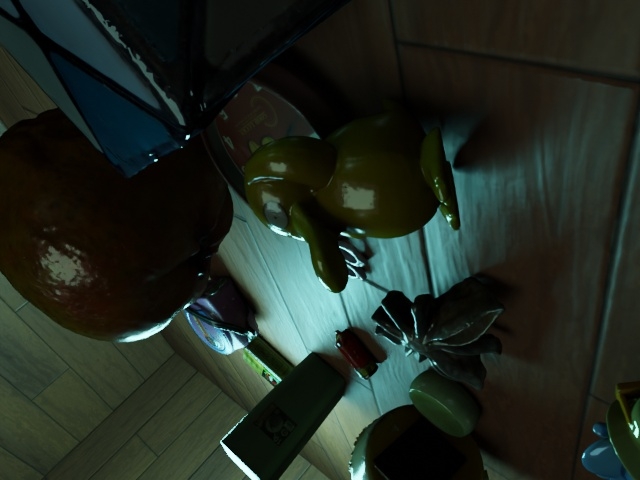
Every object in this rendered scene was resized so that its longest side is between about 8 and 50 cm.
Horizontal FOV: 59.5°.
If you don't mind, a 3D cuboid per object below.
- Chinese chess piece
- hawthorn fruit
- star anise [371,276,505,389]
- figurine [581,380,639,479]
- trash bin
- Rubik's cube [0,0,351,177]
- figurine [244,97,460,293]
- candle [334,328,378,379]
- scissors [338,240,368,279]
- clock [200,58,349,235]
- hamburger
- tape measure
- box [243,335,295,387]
[{"bbox_3d":[0.242,0.318,1.096,0.144,0.058,0.144,38,155,21],"label":"Chinese chess piece"},{"bbox_3d":[-0.396,-0.059,1.052,0.471,0.472,0.472,36,154,21],"label":"hawthorn fruit"},{"bbox_3d":[0.181,0.136,0.863,0.198,0.111,0.257,14,151,24],"label":"star anise"},{"bbox_3d":[0.404,0.258,0.640,0.180,0.154,0.262,14,138,32],"label":"figurine"},{"bbox_3d":[-0.096,0.495,1.553,0.158,0.343,0.223,36,155,18],"label":"trash bin"},{"bbox_3d":[-0.146,-0.270,0.503,0.307,0.305,0.310,54,154,-19],"label":"Rubik's cube"},{"bbox_3d":[0.036,-0.061,0.649,0.215,0.228,0.215,57,-173,-11],"label":"figurine"},{"bbox_3d":[0.074,0.252,1.265,0.131,0.052,0.052,51,155,-10],"label":"candle"},{"bbox_3d":[0.000,0.000,1.029,0.212,0.021,0.110,34,156,23],"label":"scissors"},{"bbox_3d":[-0.055,-0.135,0.841,0.318,0.080,0.318,30,147,21],"label":"clock"},{"bbox_3d":[0.202,0.489,1.166,0.294,0.276,0.179,39,144,25],"label":"hamburger"},{"bbox_3d":[-0.297,0.227,1.707,0.245,0.149,0.231,-5,122,51],"label":"tape measure"},{"bbox_3d":[-0.153,0.431,1.870,0.240,0.071,0.159,39,152,12],"label":"box"}]
